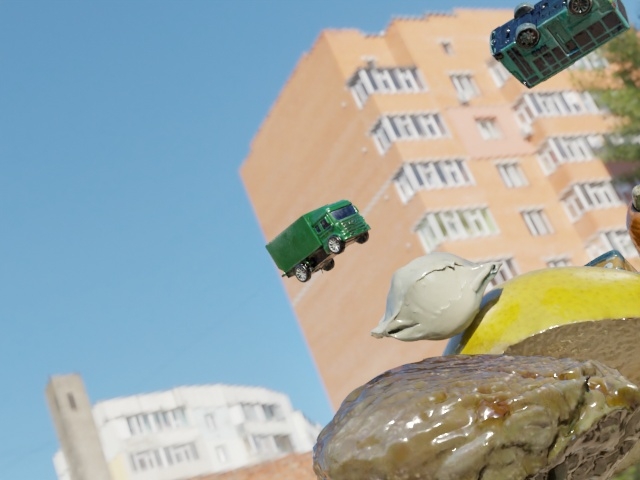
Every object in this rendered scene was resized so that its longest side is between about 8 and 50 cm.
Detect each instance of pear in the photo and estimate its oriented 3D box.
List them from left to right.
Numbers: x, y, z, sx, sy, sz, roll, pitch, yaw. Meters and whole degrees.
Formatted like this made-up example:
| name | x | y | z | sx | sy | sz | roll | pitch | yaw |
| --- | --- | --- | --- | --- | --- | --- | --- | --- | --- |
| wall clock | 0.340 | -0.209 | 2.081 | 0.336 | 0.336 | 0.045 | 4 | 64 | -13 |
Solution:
| name | x | y | z | sx | sy | sz | roll | pitch | yaw |
| --- | --- | --- | --- | --- | --- | --- | --- | --- | --- |
| pear | 0.303 | 0.173 | 1.437 | 0.387 | 0.191 | 0.340 | -32 | -52 | 17 |

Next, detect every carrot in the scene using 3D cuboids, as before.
| name | x | y | z | sx | sy | sz | roll | pitch | yaw |
| --- | --- | --- | --- | --- | --- | --- | --- | --- | --- |
| carrot | 0.461 | 0.038 | 1.400 | 0.069 | 0.069 | 0.336 | -27 | -49 | 10 |

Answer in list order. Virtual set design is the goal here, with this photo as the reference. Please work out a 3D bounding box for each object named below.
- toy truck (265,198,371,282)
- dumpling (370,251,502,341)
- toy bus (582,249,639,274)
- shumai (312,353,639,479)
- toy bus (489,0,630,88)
| name | x | y | z | sx | sy | sz | roll | pitch | yaw |
| --- | --- | --- | --- | --- | --- | --- | --- | --- | --- |
| toy truck | 0.000 | 0.000 | 1.475 | 0.065 | 0.079 | 0.147 | -24 | -9 | -44 |
| dumpling | 0.139 | 0.068 | 1.342 | 0.188 | 0.108 | 0.127 | -31 | 8 | -8 |
| toy bus | 0.578 | 0.189 | 1.917 | 0.323 | 0.194 | 0.162 | 40 | -60 | -21 |
| shumai | 0.156 | 0.259 | 1.016 | 0.346 | 0.283 | 0.217 | -3 | 4 | -29 |
| toy bus | 0.300 | -0.264 | 1.343 | 0.160 | 0.079 | 0.092 | -30 | -63 | 27 |
